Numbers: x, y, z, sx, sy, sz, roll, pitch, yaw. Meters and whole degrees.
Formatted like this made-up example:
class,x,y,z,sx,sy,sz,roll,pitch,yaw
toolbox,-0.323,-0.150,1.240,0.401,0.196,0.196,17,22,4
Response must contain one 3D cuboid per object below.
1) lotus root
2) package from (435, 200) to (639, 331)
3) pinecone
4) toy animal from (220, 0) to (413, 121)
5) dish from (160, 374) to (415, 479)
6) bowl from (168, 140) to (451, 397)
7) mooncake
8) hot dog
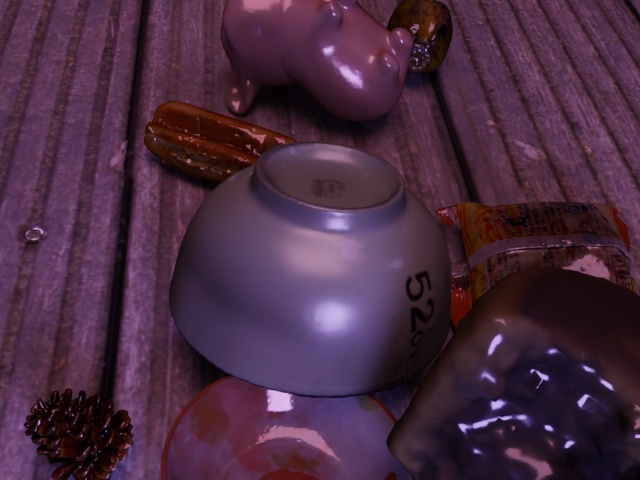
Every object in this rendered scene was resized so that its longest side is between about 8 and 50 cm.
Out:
class,x,y,z,sx,sy,sz,roll,pitch,yaw
lotus root,0.180,-0.378,1.395,0.120,0.120,0.209,11,49,4
package,0.309,0.023,1.040,0.288,0.108,0.223,1,45,-1
pinecone,-0.261,0.207,0.817,0.109,0.102,0.102,34,46,-14
toy animal,-0.013,-0.320,1.260,0.326,0.269,0.237,44,51,-10
dish,-0.034,0.256,0.799,0.260,0.085,0.260,5,41,-4
bowl,0.000,0.000,0.919,0.354,0.185,0.354,7,32,-4
mooncake,0.274,0.239,0.716,0.393,0.246,0.394,13,41,-19
hot dog,-0.144,-0.134,1.162,0.269,0.072,0.115,21,48,12
